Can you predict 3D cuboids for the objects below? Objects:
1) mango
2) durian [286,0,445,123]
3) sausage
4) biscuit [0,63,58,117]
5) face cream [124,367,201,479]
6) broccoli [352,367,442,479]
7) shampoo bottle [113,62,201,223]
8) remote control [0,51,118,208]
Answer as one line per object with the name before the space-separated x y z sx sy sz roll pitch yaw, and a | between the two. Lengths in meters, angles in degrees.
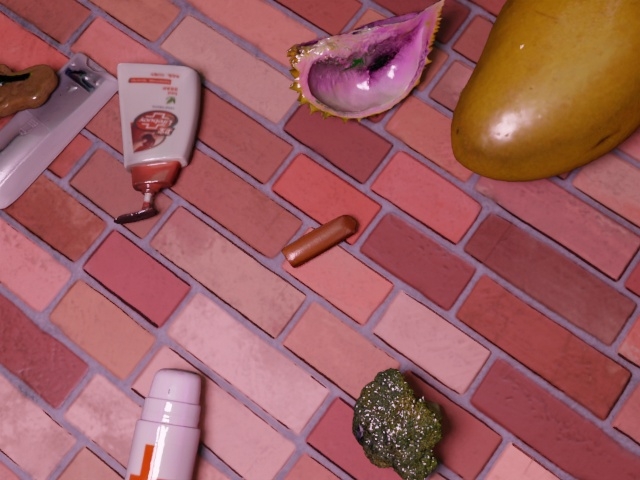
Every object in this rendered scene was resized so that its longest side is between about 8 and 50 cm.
mango | 0.388 -0.275 1.228 0.445 0.220 0.301 -40 78 -4
durian | 0.072 -0.294 1.303 0.260 0.154 0.186 -5 96 -4
sausage | 0.000 0.000 1.263 0.131 0.041 0.039 -29 69 -5
biscuit | -0.619 -0.259 1.355 0.319 0.047 0.183 -1 67 12
face cream | -0.243 0.362 1.144 0.102 0.102 0.345 7 76 6
broccoli | 0.116 0.277 1.136 0.138 0.146 0.162 -5 50 -31
shampoo bottle | -0.291 -0.165 1.313 0.153 0.071 0.284 3 73 3
remote control | -0.497 -0.201 1.346 0.109 0.055 0.313 37 79 13
